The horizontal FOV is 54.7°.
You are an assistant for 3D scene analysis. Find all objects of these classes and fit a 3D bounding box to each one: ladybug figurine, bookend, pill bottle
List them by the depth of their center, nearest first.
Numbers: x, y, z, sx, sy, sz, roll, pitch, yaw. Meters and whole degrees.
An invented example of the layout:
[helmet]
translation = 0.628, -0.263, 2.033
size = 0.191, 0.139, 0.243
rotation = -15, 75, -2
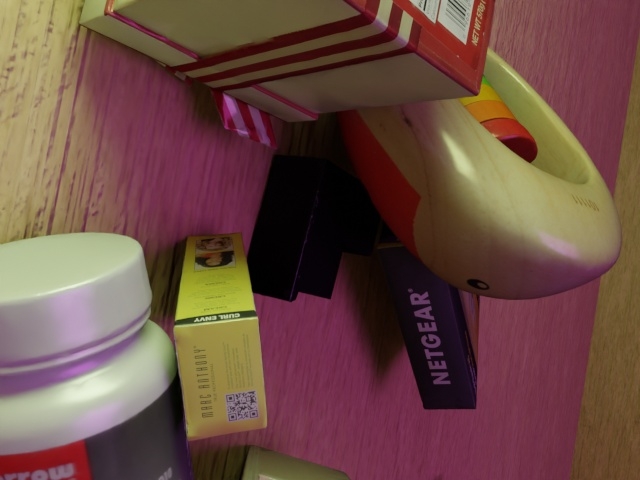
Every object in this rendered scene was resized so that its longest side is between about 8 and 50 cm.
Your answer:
[pill bottle]
translation = -0.175, 0.149, 0.437
size = 0.161, 0.161, 0.284
rotation = -25, 116, -49
[ladybug figurine]
translation = 0.146, -0.110, 0.702
size = 0.305, 0.450, 0.162
rotation = 11, 133, -32
[bookend]
translation = 0.000, 0.000, 0.725
size = 0.157, 0.072, 0.156
rotation = 22, 80, -54

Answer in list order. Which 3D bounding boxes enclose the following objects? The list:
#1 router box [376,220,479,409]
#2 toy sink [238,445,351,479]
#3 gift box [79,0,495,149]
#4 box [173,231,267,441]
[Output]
[router box]
translation = 0.171, 0.053, 0.904
size = 0.243, 0.080, 0.309
rotation = -70, 148, -49
[toy sink]
translation = -0.033, 0.305, 0.597
size = 0.234, 0.131, 0.153
rotation = 112, -5, -78
[gift box]
translation = -0.012, -0.226, 0.500
size = 0.276, 0.258, 0.255
rotation = 24, 77, -45
[box]
translation = -0.083, 0.062, 0.511
size = 0.058, 0.232, 0.088
rotation = -6, 105, -9
